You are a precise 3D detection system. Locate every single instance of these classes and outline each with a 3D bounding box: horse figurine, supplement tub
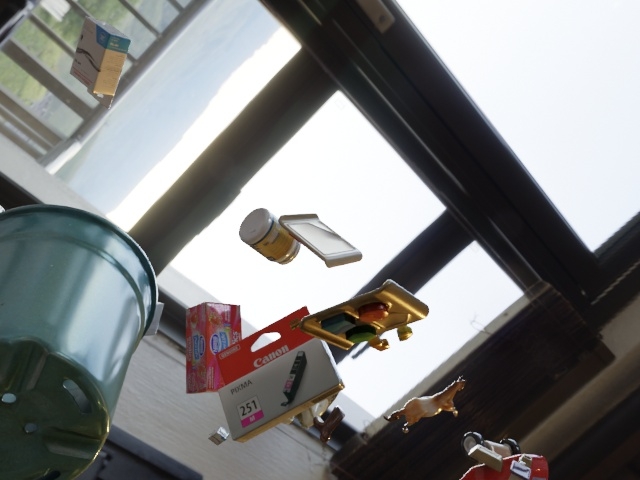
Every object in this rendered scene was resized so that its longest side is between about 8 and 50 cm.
[{"bbox_3d":[0.326,0.518,1.560,0.264,0.174,0.066,-16,-131,-2],"label":"horse figurine"},{"bbox_3d":[-0.176,-0.011,1.799,0.144,0.200,0.144,-24,-134,28],"label":"supplement tub"}]

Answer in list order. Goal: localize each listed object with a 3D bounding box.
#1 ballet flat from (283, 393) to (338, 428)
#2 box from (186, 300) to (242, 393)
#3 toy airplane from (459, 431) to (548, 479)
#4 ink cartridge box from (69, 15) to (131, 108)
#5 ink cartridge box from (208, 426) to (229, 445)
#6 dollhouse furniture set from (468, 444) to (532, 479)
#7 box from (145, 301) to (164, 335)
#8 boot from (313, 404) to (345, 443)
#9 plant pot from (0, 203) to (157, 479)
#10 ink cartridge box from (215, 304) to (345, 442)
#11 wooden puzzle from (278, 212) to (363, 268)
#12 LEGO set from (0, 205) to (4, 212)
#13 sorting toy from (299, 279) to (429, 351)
[{"bbox_3d":[-0.112,0.557,1.745,0.164,0.483,0.182,-57,-146,18],"label":"ballet flat"},{"bbox_3d":[-0.316,0.320,1.507,0.123,0.128,0.256,-24,-117,43],"label":"box"},{"bbox_3d":[0.348,0.662,1.153,0.386,0.384,0.272,-20,-144,-1],"label":"toy airplane"},{"bbox_3d":[-0.526,-0.416,1.196,0.060,0.104,0.180,-11,134,-58],"label":"ink cartridge box"},{"bbox_3d":[-0.379,0.724,1.866,0.083,0.048,0.028,-43,-169,34],"label":"ink cartridge box"},{"bbox_3d":[0.352,0.461,1.015,0.091,0.114,0.081,-10,119,-62],"label":"dollhouse furniture set"},{"bbox_3d":[-0.473,0.188,1.286,0.102,0.101,0.087,48,56,-80],"label":"box"},{"bbox_3d":[0.027,0.520,1.494,0.114,0.037,0.106,-62,-150,14],"label":"boot"},{"bbox_3d":[-0.425,0.159,0.747,0.341,0.341,0.334,-45,-154,6],"label":"plant pot"},{"bbox_3d":[-0.112,0.300,1.194,0.275,0.060,0.238,-29,-122,2],"label":"ink cartridge box"},{"bbox_3d":[0.000,0.000,1.632,0.221,0.239,0.044,-8,136,-55],"label":"wooden puzzle"},{"bbox_3d":[-0.749,0.026,1.073,0.107,0.132,0.286,-31,-116,9],"label":"LEGO set"},{"bbox_3d":[0.128,0.193,1.136,0.229,0.307,0.041,-29,-127,23],"label":"sorting toy"}]
